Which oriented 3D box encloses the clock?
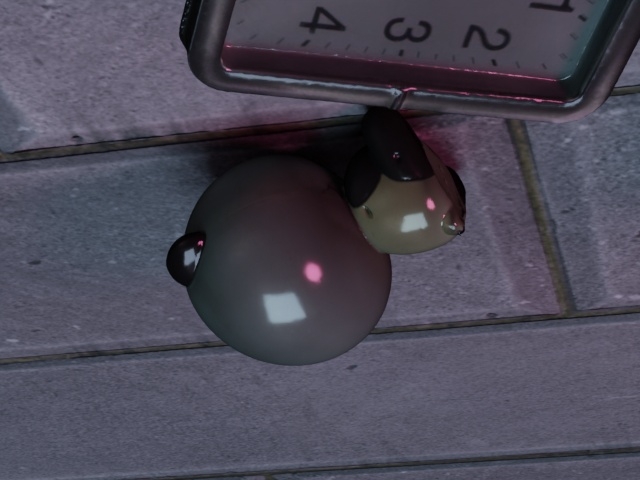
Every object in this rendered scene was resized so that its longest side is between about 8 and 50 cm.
[{"bbox_3d":[0.073,-0.183,0.960,0.279,0.049,0.273,4,140,-15],"label":"clock"}]

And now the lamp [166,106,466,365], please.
[{"bbox_3d":[0.000,0.000,1.430,0.244,0.197,0.198,-32,145,12],"label":"lamp"}]
